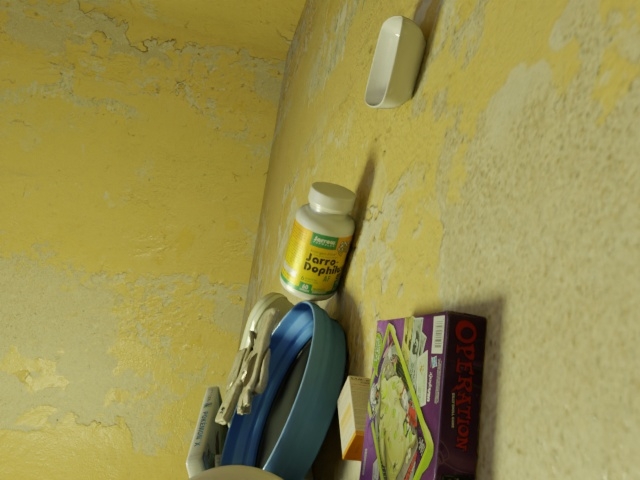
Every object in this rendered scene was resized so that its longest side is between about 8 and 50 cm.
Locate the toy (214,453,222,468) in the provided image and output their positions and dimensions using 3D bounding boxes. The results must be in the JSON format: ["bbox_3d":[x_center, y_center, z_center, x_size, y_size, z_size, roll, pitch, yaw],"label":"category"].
[{"bbox_3d":[-0.164,0.554,1.120,0.137,0.056,0.238,66,-162,-69],"label":"toy"}]

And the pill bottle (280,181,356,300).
[{"bbox_3d":[0.000,0.000,1.062,0.118,0.117,0.209,-104,28,-64],"label":"pill bottle"}]

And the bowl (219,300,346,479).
[{"bbox_3d":[-0.072,0.303,1.026,0.391,0.077,0.391,-58,14,23],"label":"bowl"}]

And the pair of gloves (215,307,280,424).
[{"bbox_3d":[-0.139,0.258,1.114,0.240,0.042,0.204,-49,23,54],"label":"pair of gloves"}]

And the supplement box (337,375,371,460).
[{"bbox_3d":[0.052,0.250,0.787,0.098,0.036,0.062,-95,19,-52],"label":"supplement box"}]

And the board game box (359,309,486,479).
[{"bbox_3d":[0.091,0.253,0.581,0.208,0.056,0.347,152,128,-70],"label":"board game box"}]

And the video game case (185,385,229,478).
[{"bbox_3d":[-0.221,0.540,1.233,0.300,0.036,0.329,-106,6,-77],"label":"video game case"}]

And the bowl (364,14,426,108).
[{"bbox_3d":[0.120,-0.278,0.890,0.142,0.053,0.142,-119,41,-71],"label":"bowl"}]

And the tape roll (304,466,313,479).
[{"bbox_3d":[-0.092,0.589,1.096,0.392,0.071,0.392,-169,90,-79],"label":"tape roll"}]

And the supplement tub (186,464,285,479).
[{"bbox_3d":[-0.102,0.460,0.735,0.325,0.235,0.236,89,-178,-52],"label":"supplement tub"}]

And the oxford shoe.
[{"bbox_3d":[-0.128,0.337,1.354,0.169,0.130,0.450,-26,-42,-52],"label":"oxford shoe"}]
